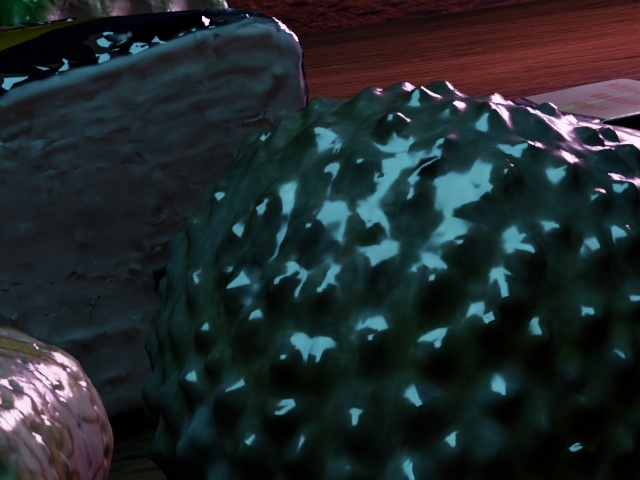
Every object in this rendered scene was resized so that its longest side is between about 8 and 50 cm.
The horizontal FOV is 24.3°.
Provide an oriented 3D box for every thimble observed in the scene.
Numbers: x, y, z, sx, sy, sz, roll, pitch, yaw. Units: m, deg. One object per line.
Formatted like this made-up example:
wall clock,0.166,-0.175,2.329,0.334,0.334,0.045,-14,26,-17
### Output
thimble,-0.204,0.120,0.718,0.191,0.137,0.143,-13,12,12

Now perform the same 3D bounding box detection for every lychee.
lychee,0.052,0.060,0.622,0.255,0.255,0.274,-5,46,19

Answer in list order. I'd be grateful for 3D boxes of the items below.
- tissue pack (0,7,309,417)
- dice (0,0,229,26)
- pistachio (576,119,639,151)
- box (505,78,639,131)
tissue pack,-0.212,-0.029,1.099,0.264,0.253,0.416,-18,14,-31
dice,-0.285,-0.210,1.825,0.297,0.287,0.300,-14,13,-31
pistachio,0.178,0.001,0.910,0.261,0.163,0.212,-2,49,21
box,0.193,-0.077,1.377,0.310,0.084,0.198,-12,14,-12
